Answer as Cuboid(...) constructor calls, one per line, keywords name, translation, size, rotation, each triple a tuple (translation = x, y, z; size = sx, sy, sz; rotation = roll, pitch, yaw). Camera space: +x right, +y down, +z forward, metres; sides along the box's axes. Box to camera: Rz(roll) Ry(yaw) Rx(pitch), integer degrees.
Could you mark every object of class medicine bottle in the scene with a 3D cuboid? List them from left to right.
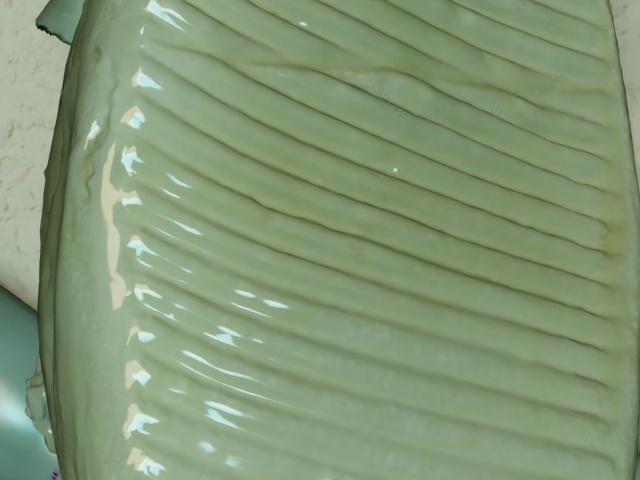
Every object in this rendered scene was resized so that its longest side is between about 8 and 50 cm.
Cuboid(name="medicine bottle", translation=(-0.164, 0.076, 0.784), size=(0.216, 0.090, 0.090), rotation=(33, 88, 17))

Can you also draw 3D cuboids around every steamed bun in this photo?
Cuboid(name="steamed bun", translation=(-0.001, 0.005, 0.679), size=(0.247, 0.236, 0.384), rotation=(4, 69, -15))

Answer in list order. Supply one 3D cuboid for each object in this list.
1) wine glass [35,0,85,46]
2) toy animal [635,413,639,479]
Cuboid(name="wine glass", translation=(-0.052, -0.185, 0.805), size=(0.103, 0.103, 0.231), rotation=(32, 90, 18))
Cuboid(name="toy animal", translation=(0.149, 0.161, 0.660), size=(0.138, 0.140, 0.283), rotation=(-17, 80, -22))
